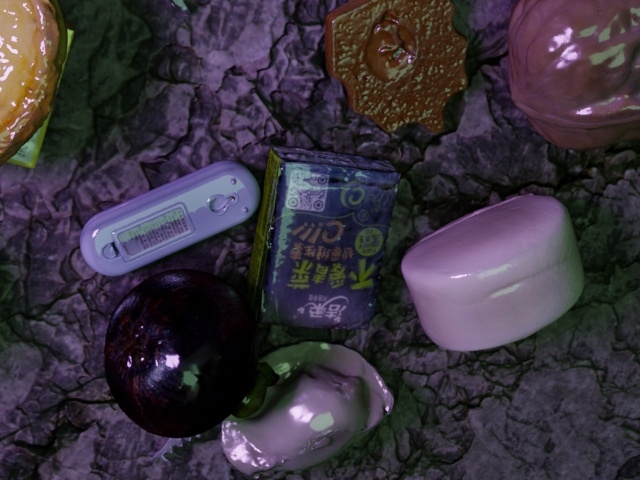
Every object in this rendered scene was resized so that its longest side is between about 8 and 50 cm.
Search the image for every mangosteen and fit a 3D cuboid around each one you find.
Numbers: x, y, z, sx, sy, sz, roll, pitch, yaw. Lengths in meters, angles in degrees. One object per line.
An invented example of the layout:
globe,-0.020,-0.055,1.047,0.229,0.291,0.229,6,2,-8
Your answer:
mangosteen,-0.165,0.140,1.369,0.216,0.216,0.216,-5,112,-13

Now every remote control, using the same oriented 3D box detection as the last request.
remote control,-0.191,-0.028,1.379,0.244,0.047,0.087,-25,112,-6

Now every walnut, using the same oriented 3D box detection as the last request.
walnut,0.357,-0.240,1.339,0.273,0.273,0.227,-23,79,-5

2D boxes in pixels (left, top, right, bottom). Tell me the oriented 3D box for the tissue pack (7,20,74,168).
tissue pack,-0.361,-0.184,1.264,0.095,0.062,0.176,14,106,-21

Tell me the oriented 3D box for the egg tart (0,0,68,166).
egg tart,-0.412,-0.205,1.141,0.294,0.123,0.294,-4,109,-13

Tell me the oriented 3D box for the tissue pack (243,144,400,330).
tissue pack,0.000,0.000,1.425,0.173,0.073,0.235,4,110,-16

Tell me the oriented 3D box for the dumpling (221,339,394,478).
dumpling,-0.027,0.228,1.493,0.247,0.142,0.172,-23,80,-8

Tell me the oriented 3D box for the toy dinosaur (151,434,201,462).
toy dinosaur,-0.180,0.233,1.489,0.082,0.039,0.209,26,103,-24

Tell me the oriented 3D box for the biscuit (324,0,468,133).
biscuit,0.107,-0.229,1.385,0.182,0.034,0.215,-31,118,-1

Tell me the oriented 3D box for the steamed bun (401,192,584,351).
steamed bun,0.243,0.046,1.458,0.242,0.164,0.146,-24,114,-3

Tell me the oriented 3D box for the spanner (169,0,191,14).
spanner,-0.238,-0.353,1.255,0.254,0.015,0.054,34,100,-24
